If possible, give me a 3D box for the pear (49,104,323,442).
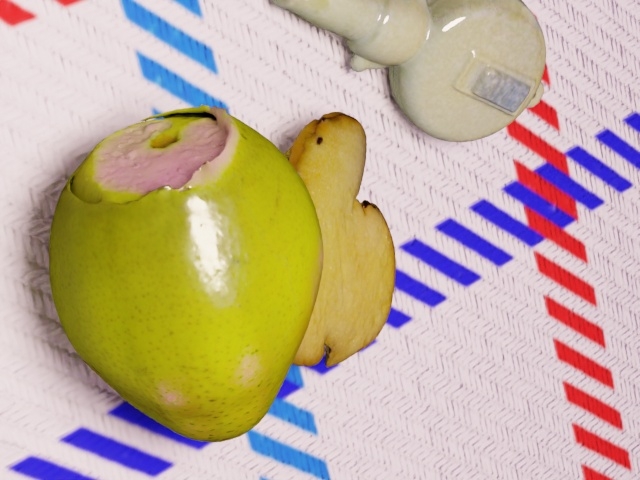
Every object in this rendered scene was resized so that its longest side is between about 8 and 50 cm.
[{"bbox_3d":[-0.083,0.028,1.089,0.187,0.187,0.219,-43,134,-30],"label":"pear"}]

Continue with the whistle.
[{"bbox_3d":[0.077,-0.150,1.260,0.258,0.067,0.126,22,107,-32],"label":"whistle"}]

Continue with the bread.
[{"bbox_3d":[0.000,0.000,1.232,0.149,0.065,0.187,4,89,-52],"label":"bread"}]
